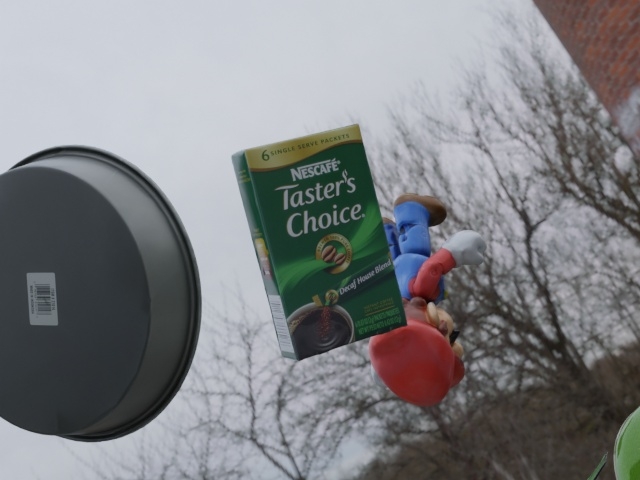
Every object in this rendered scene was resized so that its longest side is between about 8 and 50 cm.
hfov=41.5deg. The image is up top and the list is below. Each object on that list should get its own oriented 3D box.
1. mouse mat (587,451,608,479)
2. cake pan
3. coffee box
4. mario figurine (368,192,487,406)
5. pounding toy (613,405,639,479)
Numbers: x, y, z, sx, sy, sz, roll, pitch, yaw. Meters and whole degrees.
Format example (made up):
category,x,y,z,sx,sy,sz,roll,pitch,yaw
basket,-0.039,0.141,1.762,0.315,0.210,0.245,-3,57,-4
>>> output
category,x,y,z,sx,sy,sz,roll,pitch,yaw
mouse mat,0.340,0.372,1.155,0.190,0.007,0.152,-56,-21,5
cake pan,-0.251,0.054,0.805,0.293,0.293,0.054,-35,-10,22
coffee box,0.000,0.000,0.726,0.113,0.184,0.040,-14,4,-22
mario figurine,0.152,0.096,1.213,0.170,0.321,0.198,-1,-41,3
pounding toy,0.375,0.172,0.743,0.237,0.183,0.110,-51,-19,-38
